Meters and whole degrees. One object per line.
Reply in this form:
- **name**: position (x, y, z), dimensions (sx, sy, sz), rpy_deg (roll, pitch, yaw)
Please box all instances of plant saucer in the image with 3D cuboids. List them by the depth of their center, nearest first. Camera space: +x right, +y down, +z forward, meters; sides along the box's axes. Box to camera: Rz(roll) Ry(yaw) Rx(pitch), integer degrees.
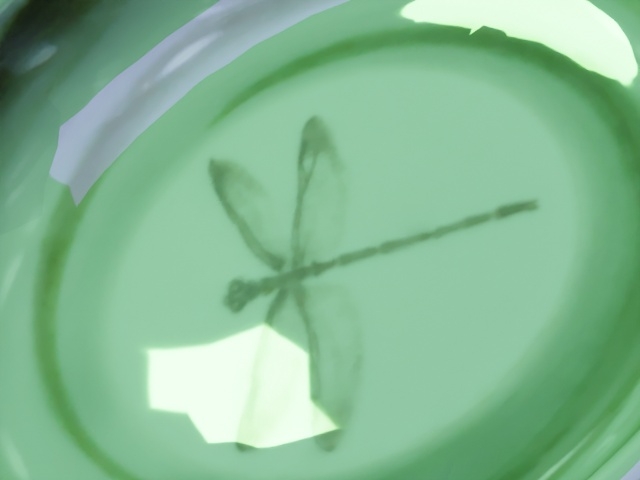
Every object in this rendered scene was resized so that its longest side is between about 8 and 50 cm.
- **plant saucer**: position (0.000, 0.000, 0.694), dimensions (0.400, 0.100, 0.400), rpy_deg (-14, 49, 17)
